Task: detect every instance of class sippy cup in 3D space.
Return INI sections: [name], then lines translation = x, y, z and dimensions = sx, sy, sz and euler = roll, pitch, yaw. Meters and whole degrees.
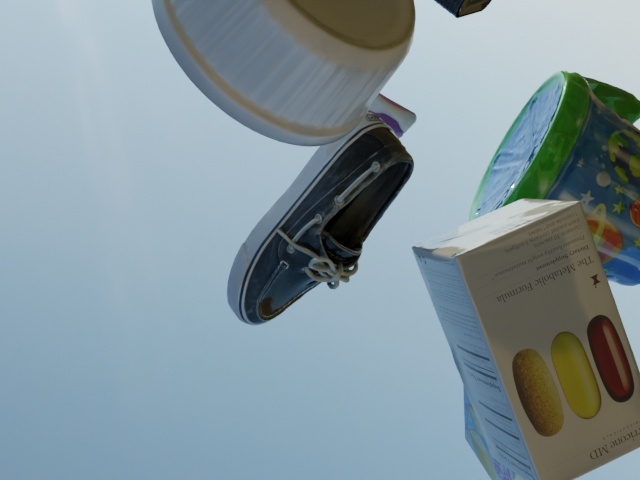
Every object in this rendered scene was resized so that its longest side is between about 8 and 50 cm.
[sippy cup]
translation = 0.339, -0.060, 1.300
dimensions = 0.224, 0.306, 0.240
euler = 28, 180, -5

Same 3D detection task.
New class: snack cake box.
[snack cake box]
translation = 0.300, 0.300, 1.632
dimensions = 0.152, 0.089, 0.264
euler = 59, 170, 34

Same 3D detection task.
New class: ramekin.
[ramekin]
translation = -0.024, -0.239, 1.038
dimensions = 0.272, 0.127, 0.273
euler = 23, -130, -29

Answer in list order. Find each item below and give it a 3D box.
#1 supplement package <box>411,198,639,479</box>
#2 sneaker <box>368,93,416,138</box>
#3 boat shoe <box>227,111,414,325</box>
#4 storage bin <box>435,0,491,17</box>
[supplement package]
translation = 0.209, 0.096, 1.017
dimensions = 0.134, 0.139, 0.244
euler = -163, 50, -77
[sneaker]
translation = 0.047, -0.143, 1.428
dimensions = 0.095, 0.105, 0.236
euler = 26, 178, -14
[boat shoe]
translation = 0.003, 0.000, 1.211
dimensions = 0.113, 0.306, 0.105
euler = 17, -152, -49
[storage bin]
translation = 0.248, -0.451, 1.626
dimensions = 0.084, 0.180, 0.122
euler = 41, -143, 16
